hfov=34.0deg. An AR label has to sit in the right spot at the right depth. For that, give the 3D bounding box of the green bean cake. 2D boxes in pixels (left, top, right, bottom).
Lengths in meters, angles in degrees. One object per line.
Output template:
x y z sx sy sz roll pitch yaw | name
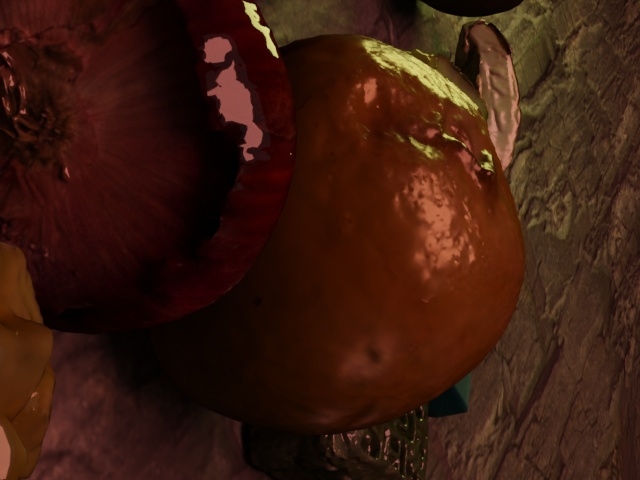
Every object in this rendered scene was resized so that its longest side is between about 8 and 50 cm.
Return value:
0.027 0.144 0.933 0.181 0.094 0.173 48 42 -44 | green bean cake

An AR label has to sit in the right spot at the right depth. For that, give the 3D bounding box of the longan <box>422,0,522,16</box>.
0.173 -0.362 1.255 0.198 0.198 0.213 45 32 -44 | longan

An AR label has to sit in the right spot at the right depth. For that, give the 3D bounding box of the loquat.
0.000 0.000 0.747 0.276 0.283 0.276 47 32 -42 | loquat

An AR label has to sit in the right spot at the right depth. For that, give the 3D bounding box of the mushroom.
0.213 -0.174 1.359 0.072 0.094 0.210 -4 85 -15 | mushroom

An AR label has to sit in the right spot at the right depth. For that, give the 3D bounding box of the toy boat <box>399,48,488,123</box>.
0.128 -0.145 1.207 0.276 0.084 0.111 26 61 -56 | toy boat

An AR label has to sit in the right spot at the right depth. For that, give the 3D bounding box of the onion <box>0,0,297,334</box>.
-0.125 -0.061 0.589 0.161 0.248 0.248 33 53 -65 | onion

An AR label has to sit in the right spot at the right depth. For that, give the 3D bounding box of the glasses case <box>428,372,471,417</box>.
0.072 0.042 1.076 0.301 0.070 0.117 58 30 -29 | glasses case

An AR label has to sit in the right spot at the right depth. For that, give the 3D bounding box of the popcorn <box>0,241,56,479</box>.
-0.223 0.076 0.430 0.259 0.212 0.259 34 46 -45 | popcorn
